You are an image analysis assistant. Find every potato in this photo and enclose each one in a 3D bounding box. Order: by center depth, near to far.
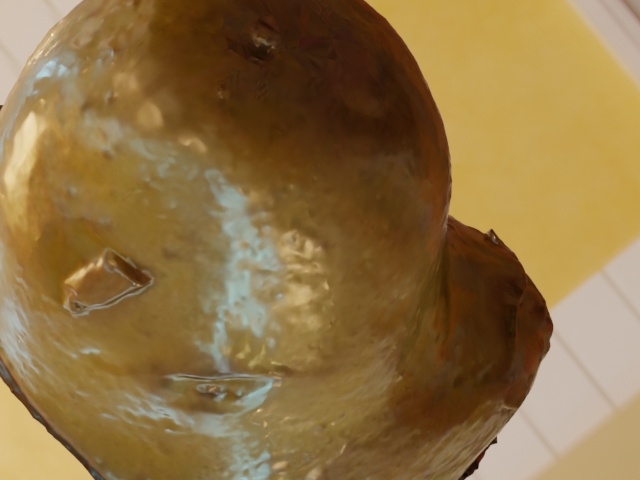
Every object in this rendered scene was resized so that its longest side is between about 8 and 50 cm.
[{"bbox_3d":[0.000,0.000,1.063,0.397,0.296,0.290,25,-126,-15],"label":"potato"}]
